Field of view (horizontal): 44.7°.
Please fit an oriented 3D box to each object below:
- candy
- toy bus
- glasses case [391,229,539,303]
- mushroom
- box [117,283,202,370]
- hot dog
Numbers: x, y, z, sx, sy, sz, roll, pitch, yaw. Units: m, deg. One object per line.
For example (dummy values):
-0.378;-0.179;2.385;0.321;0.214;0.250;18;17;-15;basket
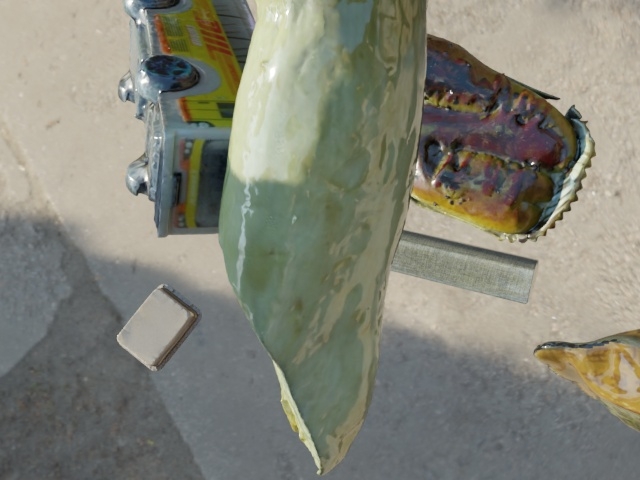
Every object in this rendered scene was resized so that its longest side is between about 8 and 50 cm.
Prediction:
0.311;0.110;0.591;0.271;0.143;0.101;-4;57;35;candy
-0.085;-0.110;0.547;0.268;0.106;0.092;-111;26;-49;toy bus
0.149;0.022;0.917;0.204;0.071;0.047;13;104;18;glasses case
-0.003;0.000;0.419;0.087;0.107;0.333;46;137;46;mushroom
-0.254;0.135;1.213;0.089;0.062;0.122;38;84;3;box
0.135;-0.107;0.780;0.270;0.082;0.163;28;95;12;hot dog
